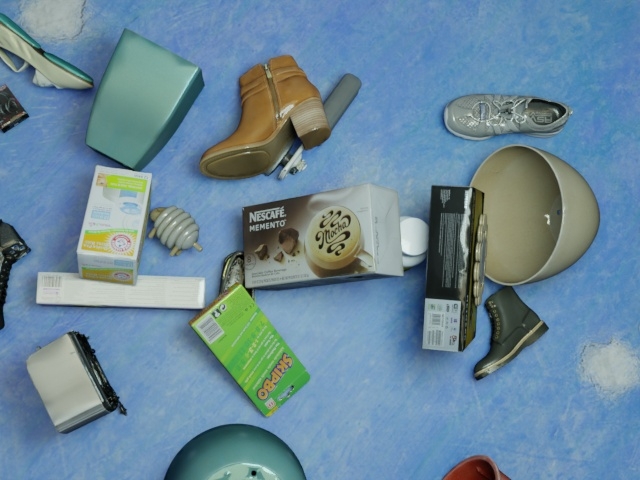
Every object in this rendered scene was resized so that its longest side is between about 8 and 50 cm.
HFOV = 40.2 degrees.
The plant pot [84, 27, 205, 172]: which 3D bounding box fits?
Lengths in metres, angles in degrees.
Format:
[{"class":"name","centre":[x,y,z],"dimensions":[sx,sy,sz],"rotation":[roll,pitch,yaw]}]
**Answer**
[{"class":"plant pot","centre":[-0.363,-0.264,1.742],"dimensions":[0.166,0.165,0.234],"rotation":[28,85,-3]}]

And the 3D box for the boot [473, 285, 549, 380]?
[{"class":"boot","centre":[0.364,0.188,1.828],"dimensions":[0.198,0.077,0.137],"rotation":[-34,82,-26]}]

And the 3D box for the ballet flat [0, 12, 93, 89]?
[{"class":"ballet flat","centre":[-0.576,-0.361,1.772],"dimensions":[0.248,0.086,0.086],"rotation":[36,77,0]}]

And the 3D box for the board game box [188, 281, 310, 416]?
[{"class":"board game box","centre":[-0.134,0.217,1.714],"dimensions":[0.124,0.039,0.259],"rotation":[-40,111,-13]}]

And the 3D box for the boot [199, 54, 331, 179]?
[{"class":"boot","centre":[-0.137,-0.259,1.783],"dimensions":[0.283,0.109,0.220],"rotation":[-25,61,1]}]

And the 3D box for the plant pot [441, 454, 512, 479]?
[{"class":"plant pot","centre":[0.356,0.595,1.666],"dimensions":[0.265,0.272,0.272],"rotation":[33,77,-10]}]

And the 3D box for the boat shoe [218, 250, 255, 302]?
[{"class":"boat shoe","centre":[-0.172,0.134,1.747],"dimensions":[0.081,0.068,0.228],"rotation":[3,80,-9]}]

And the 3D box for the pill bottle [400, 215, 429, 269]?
[{"class":"pill bottle","centre":[0.164,0.008,1.762],"dimensions":[0.103,0.184,0.103],"rotation":[2,80,-8]}]

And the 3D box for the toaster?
[{"class":"toaster","centre":[-0.456,0.270,1.631],"dimensions":[0.110,0.168,0.185],"rotation":[-27,84,-10]}]

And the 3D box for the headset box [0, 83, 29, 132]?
[{"class":"headset box","centre":[-0.639,-0.269,1.761],"dimensions":[0.062,0.032,0.083],"rotation":[-36,89,-13]}]

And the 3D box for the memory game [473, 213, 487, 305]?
[{"class":"memory game","centre":[0.313,0.037,1.706],"dimensions":[0.012,0.186,0.186],"rotation":[3,79,15]}]

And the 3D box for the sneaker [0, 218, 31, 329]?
[{"class":"sneaker","centre":[-0.612,0.060,1.684],"dimensions":[0.121,0.079,0.217],"rotation":[-18,82,-10]}]

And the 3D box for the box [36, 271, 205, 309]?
[{"class":"box","centre":[-0.390,0.101,1.721],"dimensions":[0.324,0.063,0.067],"rotation":[1,81,-9]}]

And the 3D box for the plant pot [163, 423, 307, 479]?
[{"class":"plant pot","centre":[-0.149,0.491,1.605],"dimensions":[0.293,0.235,0.293],"rotation":[1,81,-9]}]

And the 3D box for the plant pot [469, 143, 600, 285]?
[{"class":"plant pot","centre":[0.458,-0.047,1.796],"dimensions":[0.191,0.284,0.284],"rotation":[3,79,-32]}]

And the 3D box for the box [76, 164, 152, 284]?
[{"class":"box","centre":[-0.395,-0.028,1.689],"dimensions":[0.114,0.103,0.203],"rotation":[8,58,-7]}]

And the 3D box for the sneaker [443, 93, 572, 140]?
[{"class":"sneaker","centre":[0.406,-0.281,1.885],"dimensions":[0.281,0.115,0.105],"rotation":[-3,81,-9]}]

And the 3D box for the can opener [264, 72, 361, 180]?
[{"class":"can opener","centre":[-0.017,-0.241,1.833],"dimensions":[0.093,0.074,0.280],"rotation":[39,77,0]}]

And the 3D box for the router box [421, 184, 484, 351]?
[{"class":"router box","centre":[0.263,0.050,1.709],"dimensions":[0.081,0.243,0.309],"rotation":[4,92,16]}]

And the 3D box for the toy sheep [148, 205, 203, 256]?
[{"class":"toy sheep","centre":[-0.288,-0.019,1.748],"dimensions":[0.132,0.091,0.091],"rotation":[39,77,5]}]

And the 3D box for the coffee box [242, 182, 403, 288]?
[{"class":"coffee box","centre":[0.000,0.000,1.689],"dimensions":[0.297,0.119,0.168],"rotation":[-8,80,32]}]
